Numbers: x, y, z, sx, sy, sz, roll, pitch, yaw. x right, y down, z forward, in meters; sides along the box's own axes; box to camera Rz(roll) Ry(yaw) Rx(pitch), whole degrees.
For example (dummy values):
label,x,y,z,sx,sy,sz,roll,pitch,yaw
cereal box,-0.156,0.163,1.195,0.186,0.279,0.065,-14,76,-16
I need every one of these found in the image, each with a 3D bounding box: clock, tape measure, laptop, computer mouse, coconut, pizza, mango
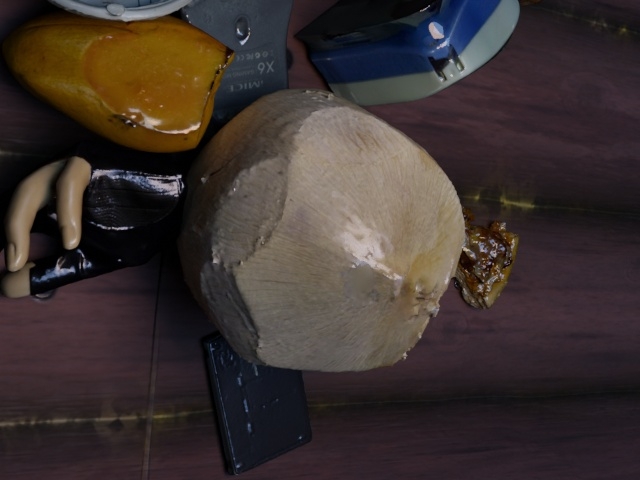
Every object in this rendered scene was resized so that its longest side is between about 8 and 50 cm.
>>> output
label,x,y,z,sx,sy,sz,roll,pitch,yaw
clock,-0.253,-0.328,1.369,0.236,0.236,0.053,-25,153,-32
tape measure,0.144,-0.305,1.617,0.262,0.259,0.138,-45,120,-30
laptop,-0.085,0.216,1.636,0.154,0.026,0.207,-18,105,-34
computer mouse,-0.123,-0.238,1.528,0.167,0.090,0.379,-10,113,-26
coconut,0.000,0.000,1.431,0.346,0.360,0.346,-10,117,-20
pizza,0.248,0.009,1.837,0.194,0.069,0.154,37,74,-35
mango,-0.249,-0.206,1.381,0.257,0.138,0.187,22,58,-3

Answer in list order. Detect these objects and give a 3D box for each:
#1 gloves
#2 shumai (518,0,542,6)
label,x,y,z,sx,sy,sz,roll,pitch,yaw
gloves,-0.308,-0.016,1.367,0.301,0.152,0.197,-26,147,-37
shumai,0.257,-0.522,1.682,0.283,0.217,0.346,-9,100,-42
